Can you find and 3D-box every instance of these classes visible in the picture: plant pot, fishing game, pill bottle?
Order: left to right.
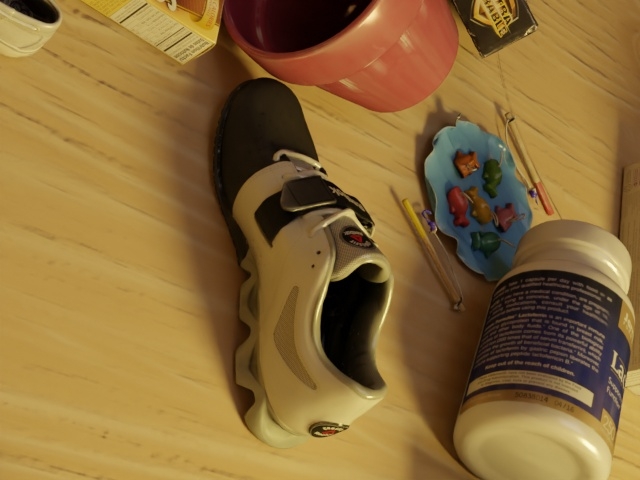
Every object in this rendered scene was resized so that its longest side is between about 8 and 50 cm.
[{"bbox_3d":[0.035,-0.217,1.063,0.180,0.201,0.201,35,50,-51],"label":"plant pot"},{"bbox_3d":[0.185,-0.049,1.244,0.264,0.041,0.189,-33,101,-47],"label":"fishing game"},{"bbox_3d":[0.236,0.115,1.143,0.153,0.153,0.265,43,48,-25],"label":"pill bottle"}]

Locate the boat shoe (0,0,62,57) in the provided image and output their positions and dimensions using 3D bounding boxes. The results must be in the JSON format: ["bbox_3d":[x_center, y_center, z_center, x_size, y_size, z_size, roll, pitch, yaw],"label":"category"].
[{"bbox_3d":[-0.271,-0.208,0.827,0.184,0.063,0.066,45,47,-23],"label":"boat shoe"}]

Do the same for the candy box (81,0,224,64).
[{"bbox_3d":[-0.166,-0.246,0.959,0.186,0.053,0.109,30,54,-36],"label":"candy box"}]

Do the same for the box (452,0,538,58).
[{"bbox_3d":[0.141,-0.346,1.211,0.293,0.073,0.295,60,16,-5],"label":"box"}]

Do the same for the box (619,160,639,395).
[{"bbox_3d":[0.420,0.037,1.427,0.063,0.067,0.324,35,51,-30],"label":"box"}]

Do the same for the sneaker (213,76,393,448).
[{"bbox_3d":[0.000,0.000,0.961,0.122,0.146,0.331,6,69,-43],"label":"sneaker"}]
